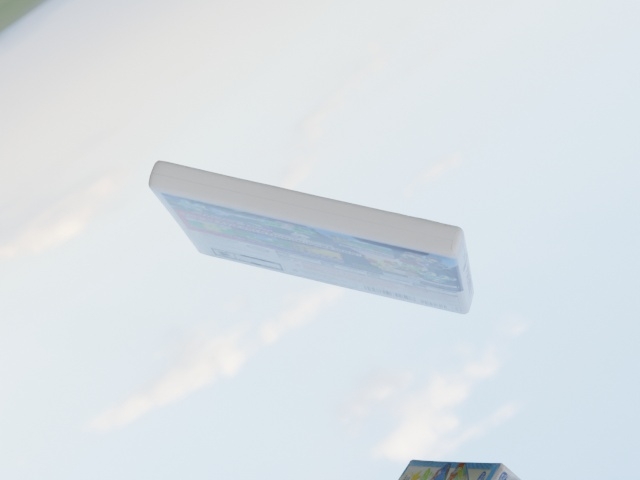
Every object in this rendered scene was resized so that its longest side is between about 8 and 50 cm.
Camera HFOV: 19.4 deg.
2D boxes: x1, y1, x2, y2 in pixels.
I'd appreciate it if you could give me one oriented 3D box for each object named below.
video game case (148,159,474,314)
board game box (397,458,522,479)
[{"bbox_3d":[0.000,0.000,1.243,0.183,0.201,0.023,64,40,-75],"label":"video game case"},{"bbox_3d":[0.044,0.192,1.044,0.154,0.026,0.103,-55,-161,-19],"label":"board game box"}]
